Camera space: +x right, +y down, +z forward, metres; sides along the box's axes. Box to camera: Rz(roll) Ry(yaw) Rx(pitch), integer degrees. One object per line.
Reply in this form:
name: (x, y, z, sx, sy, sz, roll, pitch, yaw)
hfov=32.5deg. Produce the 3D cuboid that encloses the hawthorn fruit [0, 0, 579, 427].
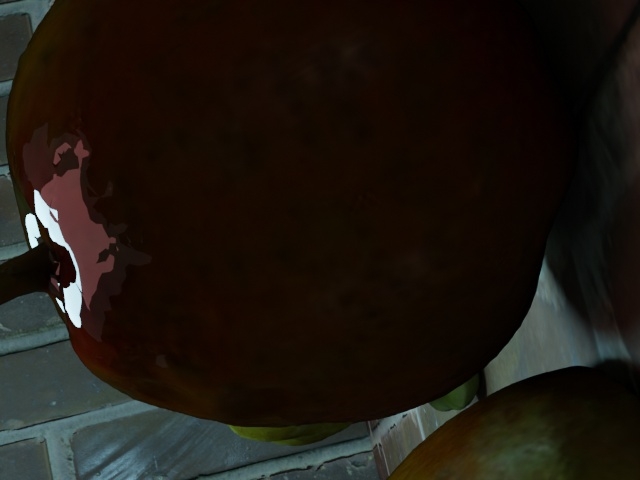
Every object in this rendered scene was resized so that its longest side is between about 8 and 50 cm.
hawthorn fruit: (-0.039, -0.030, 0.532, 0.277, 0.298, 0.277, 49, 155, 32)

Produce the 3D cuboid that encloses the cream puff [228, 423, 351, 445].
cream puff: (0.004, 0.008, 0.964, 0.274, 0.270, 0.323, 41, -150, -34)

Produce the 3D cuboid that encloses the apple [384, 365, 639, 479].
apple: (0.090, 0.183, 0.531, 0.346, 0.179, 0.254, 84, -152, -71)

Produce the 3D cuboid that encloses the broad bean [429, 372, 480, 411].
broad bean: (0.110, 0.112, 0.926, 0.083, 0.045, 0.063, 97, 160, -60)
